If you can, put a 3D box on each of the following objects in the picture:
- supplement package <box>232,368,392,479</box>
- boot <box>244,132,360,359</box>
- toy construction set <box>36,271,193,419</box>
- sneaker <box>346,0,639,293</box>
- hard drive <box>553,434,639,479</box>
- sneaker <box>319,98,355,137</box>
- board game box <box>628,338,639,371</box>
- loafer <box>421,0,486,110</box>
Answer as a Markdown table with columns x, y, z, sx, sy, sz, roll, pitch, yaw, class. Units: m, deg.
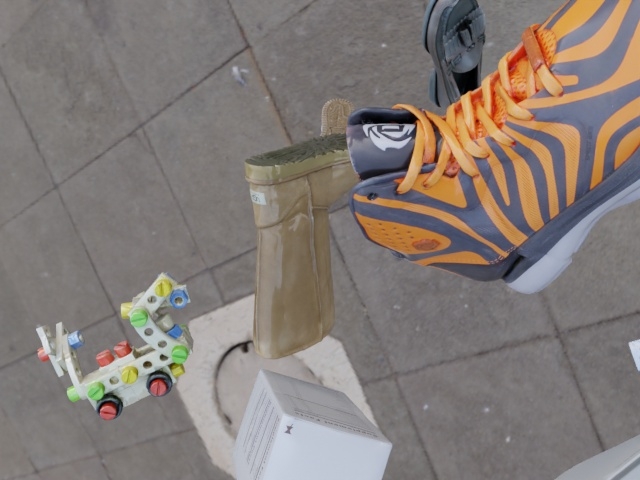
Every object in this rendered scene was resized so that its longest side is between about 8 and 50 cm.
| x | y | z | sx | sy | sz | roll | pitch | yaw | class |
| --- | --- | --- | --- | --- | --- | --- | --- | --- | --- |
| -0.023 | 0.266 | 0.841 | 0.139 | 0.244 | 0.133 | 19 | 87 | -10 | supplement package |
| 0.000 | 0.000 | 0.905 | 0.089 | 0.236 | 0.269 | 31 | 130 | 51 | boot |
| -0.376 | 0.201 | 1.240 | 0.328 | 0.151 | 0.215 | -20 | 110 | 12 | toy construction set |
| 0.111 | -0.073 | 0.434 | 0.180 | 0.124 | 0.321 | 9 | 139 | -5 | sneaker |
| 0.210 | 0.242 | 0.576 | 0.040 | 0.203 | 0.307 | 54 | 165 | 23 | hard drive |
| 0.025 | -0.172 | 1.485 | 0.099 | 0.282 | 0.153 | 9 | 140 | 6 | sneaker |
| 0.822 | 0.222 | 1.306 | 0.318 | 0.319 | 0.065 | -27 | 53 | 31 | board game box |
| 0.211 | -0.269 | 0.977 | 0.096 | 0.267 | 0.084 | -38 | 67 | -5 | loafer |
